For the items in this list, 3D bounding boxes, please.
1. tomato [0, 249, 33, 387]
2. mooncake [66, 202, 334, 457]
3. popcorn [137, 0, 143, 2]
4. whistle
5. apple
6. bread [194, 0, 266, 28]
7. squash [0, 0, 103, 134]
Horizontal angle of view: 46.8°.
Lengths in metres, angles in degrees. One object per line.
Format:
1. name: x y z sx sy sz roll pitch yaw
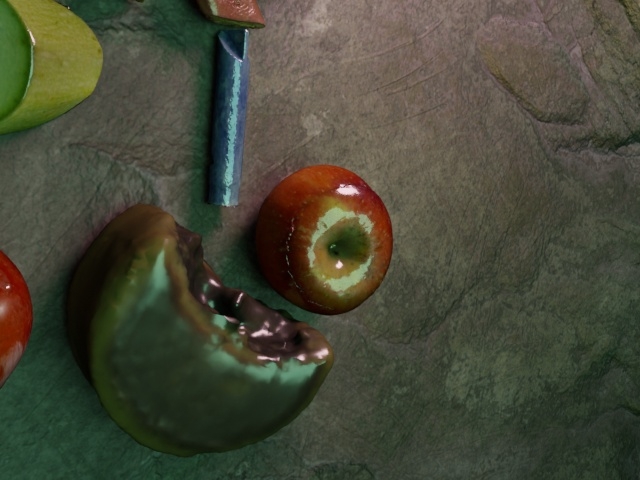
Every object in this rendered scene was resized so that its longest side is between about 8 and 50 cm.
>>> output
1. tomato: -0.465 0.095 0.954 0.170 0.309 0.309 -13 113 11
2. mooncake: -0.199 0.131 1.207 0.393 0.246 0.394 -14 107 -26
3. popcorn: -0.295 -0.406 1.141 0.057 0.083 0.082 -70 160 2
4. whistle: -0.158 -0.212 1.292 0.062 0.062 0.304 -1 99 -37
5. apple: 0.000 0.000 1.366 0.251 0.206 0.272 -34 115 -16
6. bread: -0.172 -0.424 1.235 0.119 0.067 0.192 -42 122 -33
7. squash: -0.447 -0.253 1.093 0.204 0.155 0.237 8 97 -1
